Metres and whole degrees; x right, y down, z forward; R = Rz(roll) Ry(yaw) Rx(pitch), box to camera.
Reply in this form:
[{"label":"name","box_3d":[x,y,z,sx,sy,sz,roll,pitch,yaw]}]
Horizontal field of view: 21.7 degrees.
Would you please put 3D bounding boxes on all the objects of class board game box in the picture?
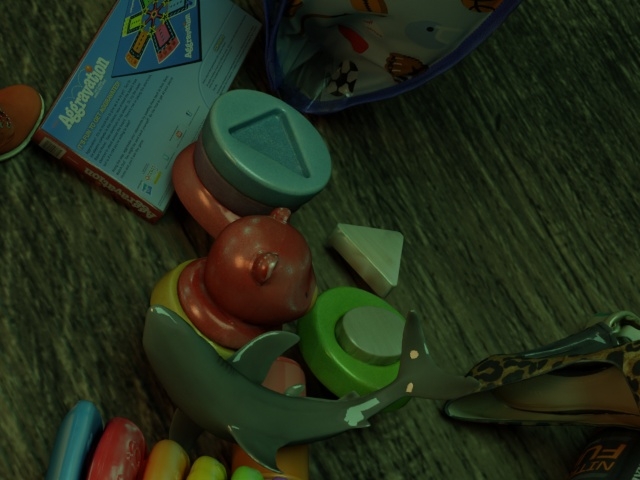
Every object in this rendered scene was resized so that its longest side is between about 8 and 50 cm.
[{"label":"board game box","box_3d":[-0.166,-0.160,1.660,0.145,0.027,0.281,36,50,-14]}]

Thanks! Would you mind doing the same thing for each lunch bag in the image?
[{"label":"lunch bag","box_3d":[0.094,-0.336,1.685,0.239,0.385,0.328,31,52,-12]}]

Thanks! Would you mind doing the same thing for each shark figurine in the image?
[{"label":"shark figurine","box_3d":[-0.020,0.149,1.391,0.278,0.166,0.116,6,28,-19]}]

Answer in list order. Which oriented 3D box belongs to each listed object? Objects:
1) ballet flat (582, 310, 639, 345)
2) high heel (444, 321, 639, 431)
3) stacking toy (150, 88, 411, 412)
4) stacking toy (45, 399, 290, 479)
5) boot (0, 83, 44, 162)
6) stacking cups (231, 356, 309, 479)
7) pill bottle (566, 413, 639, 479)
[{"label":"ballet flat","box_3d":[0.370,0.164,1.710,0.248,0.086,0.086,44,51,3]},{"label":"high heel","box_3d":[0.232,0.156,1.545,0.186,0.261,0.093,-22,106,-10]},{"label":"stacking toy","box_3d":[0.000,0.000,1.537,0.279,0.130,0.309,23,39,-22]},{"label":"stacking toy","box_3d":[-0.071,0.238,1.324,0.301,0.175,0.166,8,57,2]},{"label":"boot","box_3d":[-0.305,-0.108,1.531,0.059,0.085,0.158,42,50,4]},{"label":"stacking cups","box_3d":[-0.050,0.252,1.447,0.096,0.096,0.316,13,51,-20]},{"label":"pill bottle","box_3d":[0.291,0.257,1.580,0.130,0.130,0.246,39,51,-1]}]
